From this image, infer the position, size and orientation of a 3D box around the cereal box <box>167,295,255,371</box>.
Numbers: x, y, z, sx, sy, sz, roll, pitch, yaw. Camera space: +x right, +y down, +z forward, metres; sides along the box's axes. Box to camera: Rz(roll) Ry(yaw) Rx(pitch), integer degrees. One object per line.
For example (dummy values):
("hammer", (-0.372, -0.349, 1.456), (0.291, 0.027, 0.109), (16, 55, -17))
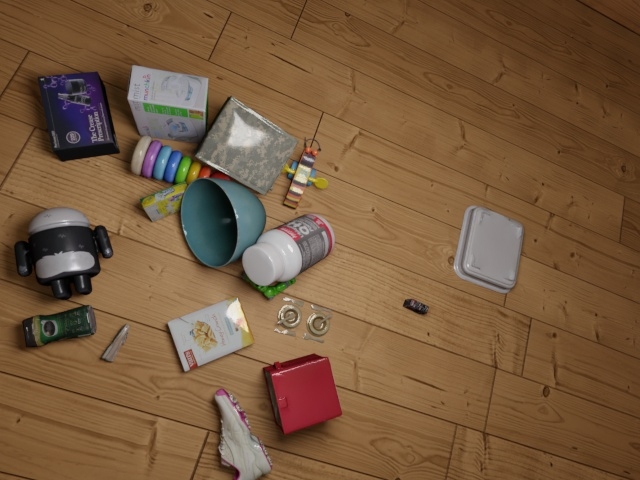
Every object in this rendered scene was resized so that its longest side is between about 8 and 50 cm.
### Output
("cereal box", (-0.361, 0.307, 1.370), (0.241, 0.047, 0.172), (-20, 84, -18))

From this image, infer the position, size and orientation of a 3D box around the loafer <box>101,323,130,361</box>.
("loafer", (-0.637, 0.323, 1.300), (0.039, 0.045, 0.125), (38, 78, -23))

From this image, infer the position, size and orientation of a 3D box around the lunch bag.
("lunch bag", (-0.246, -0.317, 1.415), (0.287, 0.169, 0.235), (30, 96, -23))

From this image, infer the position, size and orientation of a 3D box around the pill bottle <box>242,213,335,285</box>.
("pill bottle", (-0.103, 0.031, 1.362), (0.319, 0.176, 0.176), (-30, 87, -52))

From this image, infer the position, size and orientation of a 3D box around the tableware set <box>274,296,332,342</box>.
("tableware set", (-0.055, 0.282, 1.463), (0.195, 0.039, 0.128), (17, 75, -11))

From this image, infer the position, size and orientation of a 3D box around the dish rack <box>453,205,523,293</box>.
("dish rack", (0.717, 0.029, 1.713), (0.286, 0.072, 0.332), (20, 73, -10))

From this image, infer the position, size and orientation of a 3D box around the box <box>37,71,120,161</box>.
("box", (-0.805, -0.414, 1.376), (0.185, 0.103, 0.260), (-14, 83, -15))

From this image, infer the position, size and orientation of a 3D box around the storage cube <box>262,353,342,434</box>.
("storage cube", (-0.064, 0.487, 1.342), (0.194, 0.184, 0.214), (-11, 81, -18))

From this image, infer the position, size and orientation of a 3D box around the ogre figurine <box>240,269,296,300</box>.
("ogre figurine", (-0.193, 0.119, 1.428), (0.197, 0.097, 0.118), (49, 65, -30))

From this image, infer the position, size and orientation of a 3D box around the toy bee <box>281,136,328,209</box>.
("toy bee", (-0.070, -0.272, 1.514), (0.196, 0.162, 0.297), (0, 79, -14))

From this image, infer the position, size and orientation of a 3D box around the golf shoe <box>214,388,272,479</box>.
("golf shoe", (-0.274, 0.622, 1.297), (0.140, 0.115, 0.306), (-29, 86, -16))

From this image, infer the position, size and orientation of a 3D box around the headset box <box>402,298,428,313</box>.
("headset box", (0.360, 0.250, 1.571), (0.083, 0.062, 0.032), (28, 72, -7))

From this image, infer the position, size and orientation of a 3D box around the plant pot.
("plant pot", (-0.296, -0.073, 1.373), (0.196, 0.290, 0.289), (-17, 82, -49))

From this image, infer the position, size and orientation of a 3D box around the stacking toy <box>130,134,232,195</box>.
("stacking toy", (-0.465, -0.242, 1.424), (0.331, 0.141, 0.141), (18, 74, -17))

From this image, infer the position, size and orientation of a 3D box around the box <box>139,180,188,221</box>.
("box", (-0.501, -0.135, 1.388), (0.179, 0.105, 0.043), (-24, 69, -15))

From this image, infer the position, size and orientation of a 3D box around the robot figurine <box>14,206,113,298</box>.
("robot figurine", (-0.777, 0.037, 1.253), (0.209, 0.174, 0.277), (-5, 77, -60))

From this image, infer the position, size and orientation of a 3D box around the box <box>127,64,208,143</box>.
("box", (-0.498, -0.445, 1.380), (0.232, 0.262, 0.126), (4, 78, -15))

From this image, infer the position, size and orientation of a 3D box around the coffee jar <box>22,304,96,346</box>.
("coffee jar", (-0.790, 0.260, 1.247), (0.185, 0.079, 0.096), (-10, 85, -18))
